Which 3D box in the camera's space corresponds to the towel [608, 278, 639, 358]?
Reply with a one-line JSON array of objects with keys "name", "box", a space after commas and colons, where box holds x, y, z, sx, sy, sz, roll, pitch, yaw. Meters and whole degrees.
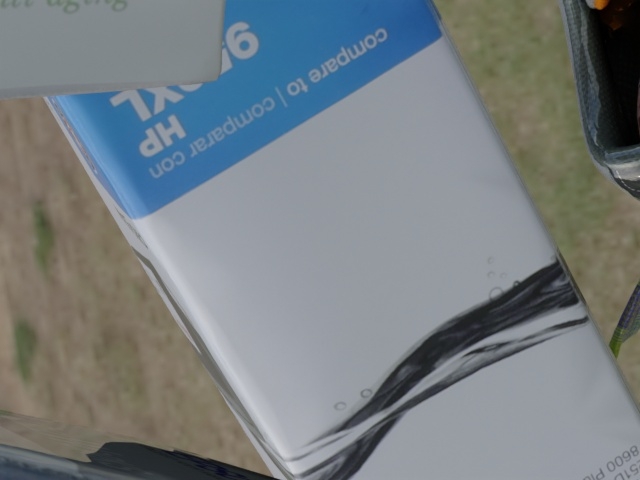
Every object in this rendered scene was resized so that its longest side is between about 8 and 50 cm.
[{"name": "towel", "box": [0.176, 0.023, 0.977, 0.009, 0.060, 0.083, 28, 107, 13]}]

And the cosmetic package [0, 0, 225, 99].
[{"name": "cosmetic package", "box": [-0.186, -0.150, 0.463, 0.365, 0.197, 0.155, 34, 124, 53]}]

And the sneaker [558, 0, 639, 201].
[{"name": "sneaker", "box": [0.135, -0.141, 0.692, 0.100, 0.108, 0.271, -8, 84, 37]}]

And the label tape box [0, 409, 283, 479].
[{"name": "label tape box", "box": [-0.087, 0.158, 0.357, 0.115, 0.348, 0.249, 6, 81, 61]}]

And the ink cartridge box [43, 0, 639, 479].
[{"name": "ink cartridge box", "box": [0.000, 0.000, 0.930, 0.395, 0.166, 0.285, 60, 174, -21]}]
